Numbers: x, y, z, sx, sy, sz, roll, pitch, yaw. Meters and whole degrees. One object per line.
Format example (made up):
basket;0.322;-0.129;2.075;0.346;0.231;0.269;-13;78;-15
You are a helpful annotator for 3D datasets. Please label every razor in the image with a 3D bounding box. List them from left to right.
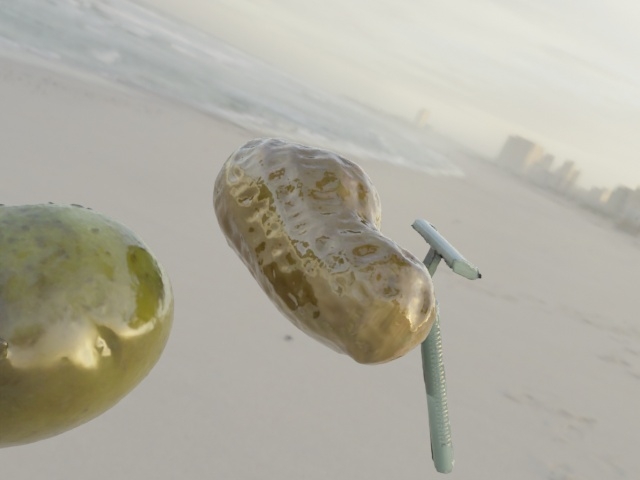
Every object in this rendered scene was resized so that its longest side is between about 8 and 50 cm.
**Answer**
razor;0.092;0.095;0.805;0.035;0.211;0.084;-8;24;-13

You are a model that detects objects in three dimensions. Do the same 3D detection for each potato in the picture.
potato;-0.217;0.069;0.622;0.271;0.160;0.111;-5;24;-21

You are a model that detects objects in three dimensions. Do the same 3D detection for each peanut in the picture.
peanut;0.000;0.000;0.691;0.095;0.108;0.226;47;3;-45
